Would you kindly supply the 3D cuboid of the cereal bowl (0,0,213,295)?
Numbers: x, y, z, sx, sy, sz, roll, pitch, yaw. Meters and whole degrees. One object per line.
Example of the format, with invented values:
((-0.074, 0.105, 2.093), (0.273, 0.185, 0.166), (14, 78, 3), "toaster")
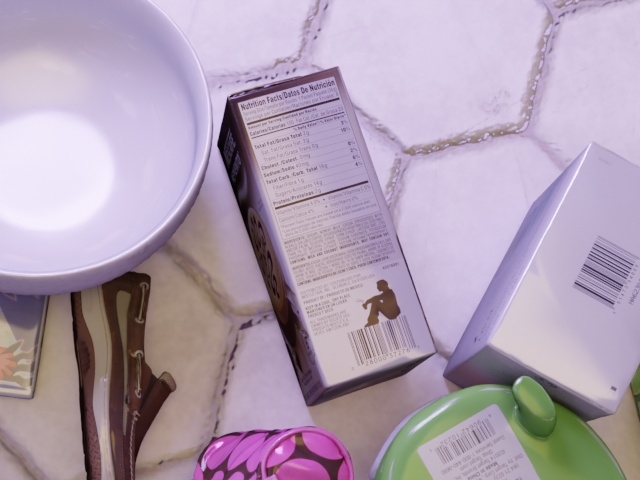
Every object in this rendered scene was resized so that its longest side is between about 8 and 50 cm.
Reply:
((-0.276, -0.096, 1.363), (0.339, 0.141, 0.339), (3, 66, -8), "cereal bowl")

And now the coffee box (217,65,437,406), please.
((0.000, 0.000, 1.376), (0.119, 0.168, 0.297), (-17, 79, -11), "coffee box")

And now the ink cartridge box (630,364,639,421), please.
((0.394, 0.196, 1.433), (0.109, 0.062, 0.209), (-10, 78, -8), "ink cartridge box")

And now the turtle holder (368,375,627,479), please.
((0.188, 0.286, 1.303), (0.320, 0.227, 0.243), (31, 75, 0), "turtle holder")

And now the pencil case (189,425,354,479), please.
((-0.051, 0.222, 1.298), (0.098, 0.209, 0.095), (-8, 82, -25), "pencil case")

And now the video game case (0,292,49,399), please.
((-0.375, 0.057, 1.390), (0.201, 0.023, 0.183), (7, 77, -6), "video game case")

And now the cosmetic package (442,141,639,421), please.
((0.244, 0.055, 1.363), (0.138, 0.224, 0.224), (29, 75, 3), "cosmetic package")

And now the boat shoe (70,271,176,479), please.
((-0.187, 0.149, 1.358), (0.095, 0.095, 0.257), (-4, 77, -14), "boat shoe")
